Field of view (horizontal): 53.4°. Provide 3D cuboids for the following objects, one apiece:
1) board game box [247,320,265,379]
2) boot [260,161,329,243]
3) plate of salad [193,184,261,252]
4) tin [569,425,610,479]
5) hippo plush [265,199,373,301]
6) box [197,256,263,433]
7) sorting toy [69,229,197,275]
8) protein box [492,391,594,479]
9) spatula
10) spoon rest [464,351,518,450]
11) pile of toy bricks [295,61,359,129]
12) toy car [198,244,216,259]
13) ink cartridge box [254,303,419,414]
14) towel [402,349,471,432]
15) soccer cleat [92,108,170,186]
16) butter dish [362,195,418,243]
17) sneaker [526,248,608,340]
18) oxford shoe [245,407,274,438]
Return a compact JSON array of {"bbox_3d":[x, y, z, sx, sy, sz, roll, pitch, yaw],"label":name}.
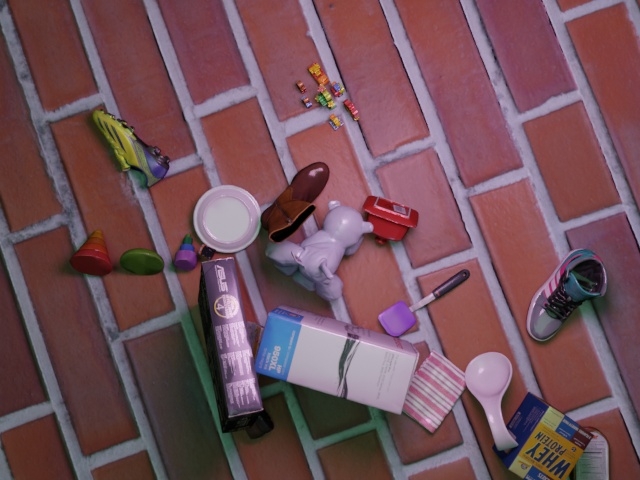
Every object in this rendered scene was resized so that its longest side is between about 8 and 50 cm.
[{"bbox_3d":[-0.195,0.317,1.823,0.026,0.103,0.154,13,87,-29],"label":"board game box"},{"bbox_3d":[-0.056,-0.113,1.736,0.264,0.280,0.096,-37,103,-4],"label":"boot"},{"bbox_3d":[-0.272,-0.064,1.872,0.199,0.048,0.200,0,96,-3],"label":"plate of salad"},{"bbox_3d":[0.759,0.622,1.789,0.106,0.040,0.190,0,87,-1],"label":"tin"},{"bbox_3d":[0.000,0.000,1.756,0.234,0.294,0.236,28,74,14],"label":"hippo plush"},{"bbox_3d":[-0.246,0.284,1.670,0.097,0.318,0.395,-9,68,-14],"label":"box"},{"bbox_3d":[-0.542,0.021,1.873,0.365,0.127,0.126,-1,58,0],"label":"sorting toy"},{"bbox_3d":[0.592,0.544,1.718,0.136,0.201,0.200,33,90,4],"label":"protein box"},{"bbox_3d":[0.308,0.172,1.837,0.296,0.030,0.084,-33,87,1],"label":"spatula"},{"bbox_3d":[0.470,0.421,1.727,0.137,0.084,0.276,-23,43,20],"label":"spoon rest"},{"bbox_3d":[0.014,-0.418,1.843,0.118,0.105,0.212,-37,86,1],"label":"pile of toy bricks"},{"bbox_3d":[-0.346,0.066,1.855,0.040,0.060,0.122,24,104,34],"label":"toy car"},{"bbox_3d":[0.045,0.310,1.717,0.395,0.285,0.166,15,90,4],"label":"ink cartridge box"},{"bbox_3d":[0.324,0.433,1.825,0.144,0.029,0.197,37,90,3],"label":"towel"},{"bbox_3d":[-0.576,-0.274,1.877,0.289,0.093,0.121,40,97,5],"label":"soccer cleat"},{"bbox_3d":[0.188,-0.045,1.810,0.159,0.160,0.118,19,111,5],"label":"butter dish"},{"bbox_3d":[0.682,0.152,1.743,0.123,0.178,0.295,31,90,4],"label":"sneaker"},{"bbox_3d":[-0.237,0.473,1.829,0.096,0.083,0.227,-35,83,9],"label":"oxford shoe"}]
